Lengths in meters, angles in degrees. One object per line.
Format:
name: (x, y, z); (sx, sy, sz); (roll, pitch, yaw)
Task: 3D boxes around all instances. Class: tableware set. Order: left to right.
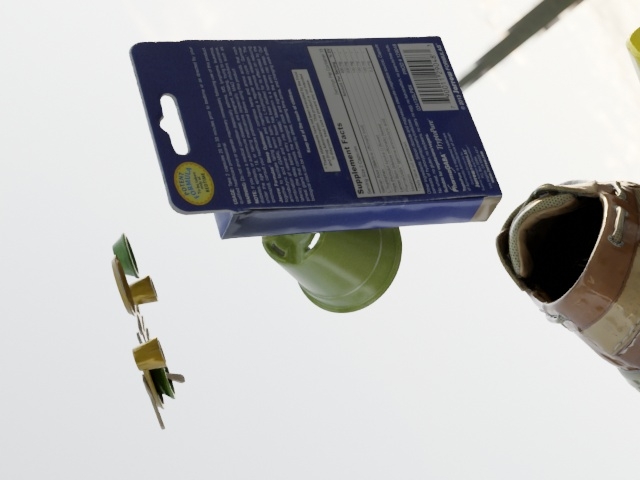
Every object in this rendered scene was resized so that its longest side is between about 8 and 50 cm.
tableware set: (-0.127, 0.060, 1.174); (0.154, 0.024, 0.104); (-111, 3, -63)

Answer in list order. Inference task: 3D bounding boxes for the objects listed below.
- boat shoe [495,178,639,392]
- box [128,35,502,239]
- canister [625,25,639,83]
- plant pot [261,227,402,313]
boat shoe: (0.191, 0.004, 1.134); (0.120, 0.122, 0.324); (30, -173, -11)
box: (-0.007, -0.069, 1.028); (0.225, 0.036, 0.136); (-3, -122, -24)
canister: (0.342, -0.120, 1.364); (0.170, 0.126, 0.073); (62, -176, -31)
plant pot: (0.000, 0.000, 1.064); (0.079, 0.083, 0.083); (26, -147, -58)
